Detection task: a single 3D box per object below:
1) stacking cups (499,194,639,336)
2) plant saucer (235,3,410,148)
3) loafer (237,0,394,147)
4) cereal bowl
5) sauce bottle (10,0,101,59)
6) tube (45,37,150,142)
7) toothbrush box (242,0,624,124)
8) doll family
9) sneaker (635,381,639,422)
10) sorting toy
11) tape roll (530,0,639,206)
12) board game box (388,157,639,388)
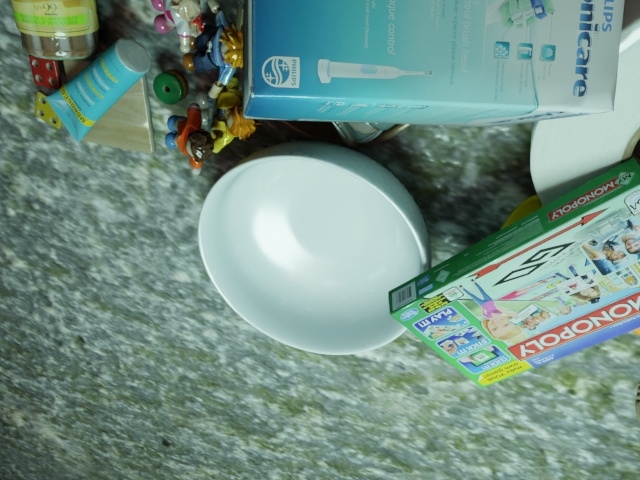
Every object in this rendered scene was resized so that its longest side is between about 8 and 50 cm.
[{"bbox_3d":[0.398,0.056,0.720,0.316,0.096,0.096,30,127,-6],"label":"stacking cups"},{"bbox_3d":[0.025,-0.254,0.678,0.278,0.041,0.277,9,124,14],"label":"plant saucer"},{"bbox_3d":[-0.022,-0.218,0.640,0.267,0.096,0.084,43,132,-13],"label":"loafer"},{"bbox_3d":[0.000,0.000,0.791,0.339,0.141,0.338,10,125,14],"label":"cereal bowl"},{"bbox_3d":[-0.360,-0.413,0.673,0.112,0.111,0.344,13,126,12],"label":"sauce bottle"},{"bbox_3d":[-0.328,-0.220,0.773,0.207,0.052,0.080,-22,101,36],"label":"tube"},{"bbox_3d":[0.078,-0.176,0.493,0.296,0.216,0.126,1,98,-9],"label":"toothbrush box"},{"bbox_3d":[-0.136,-0.217,0.690,0.163,0.119,0.262,33,130,55],"label":"doll family"},{"bbox_3d":[0.524,0.151,0.653,0.153,0.099,0.282,37,86,-12],"label":"sneaker"},{"bbox_3d":[-0.326,-0.216,0.829,0.275,0.046,0.132,12,125,12],"label":"sorting toy"},{"bbox_3d":[0.416,-0.108,0.528,0.393,0.071,0.392,12,146,8],"label":"tape roll"},{"bbox_3d":[0.274,0.064,0.648,0.317,0.046,0.213,-34,120,30],"label":"board game box"}]
